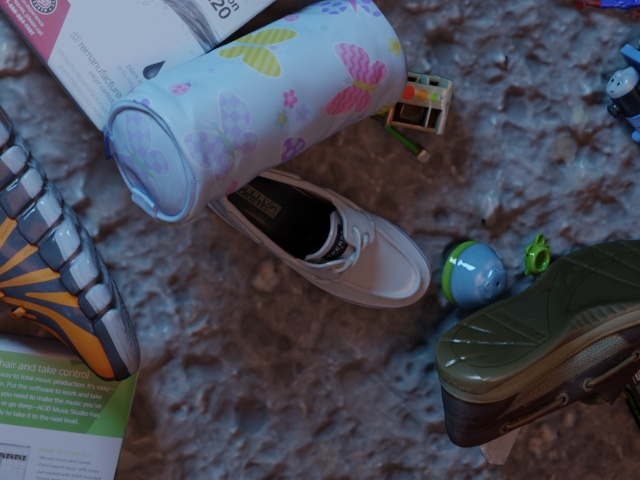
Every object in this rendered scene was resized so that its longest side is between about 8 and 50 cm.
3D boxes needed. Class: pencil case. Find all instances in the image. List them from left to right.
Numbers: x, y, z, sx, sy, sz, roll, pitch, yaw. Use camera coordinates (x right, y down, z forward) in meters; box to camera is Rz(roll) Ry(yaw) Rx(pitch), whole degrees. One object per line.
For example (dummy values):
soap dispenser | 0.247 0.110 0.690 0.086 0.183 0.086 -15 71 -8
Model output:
pencil case | -0.049 -0.114 1.278 0.273 0.113 0.124 -32 134 -33

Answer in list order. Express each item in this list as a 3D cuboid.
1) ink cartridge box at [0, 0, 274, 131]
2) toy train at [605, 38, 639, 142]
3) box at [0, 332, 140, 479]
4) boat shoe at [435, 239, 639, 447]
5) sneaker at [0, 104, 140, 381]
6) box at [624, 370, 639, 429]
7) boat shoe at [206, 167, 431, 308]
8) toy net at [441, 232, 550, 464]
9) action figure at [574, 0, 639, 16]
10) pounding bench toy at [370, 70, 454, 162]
ink cartridge box | -0.155 -0.222 1.280 0.218 0.092 0.158 -39 112 -6
toy train | 0.357 -0.123 1.468 0.105 0.080 0.184 -43 112 4
box | -0.313 0.241 1.373 0.232 0.058 0.322 11 102 -19
boat shoe | 0.254 0.103 1.457 0.342 0.123 0.123 -25 127 -31
sneaker | -0.300 0.015 1.295 0.180 0.124 0.321 -33 100 -2
box | 0.410 0.137 1.569 0.184 0.045 0.190 -33 110 -9
boat shoe | 0.000 0.000 1.387 0.258 0.084 0.095 25 96 -21
toy net | 0.180 0.109 1.497 0.122 0.045 0.232 -17 113 -39
action figure | 0.306 -0.236 1.449 0.115 0.030 0.038 0 99 -19
pounding bench toy | 0.078 -0.118 1.397 0.065 0.052 0.083 8 102 -18
